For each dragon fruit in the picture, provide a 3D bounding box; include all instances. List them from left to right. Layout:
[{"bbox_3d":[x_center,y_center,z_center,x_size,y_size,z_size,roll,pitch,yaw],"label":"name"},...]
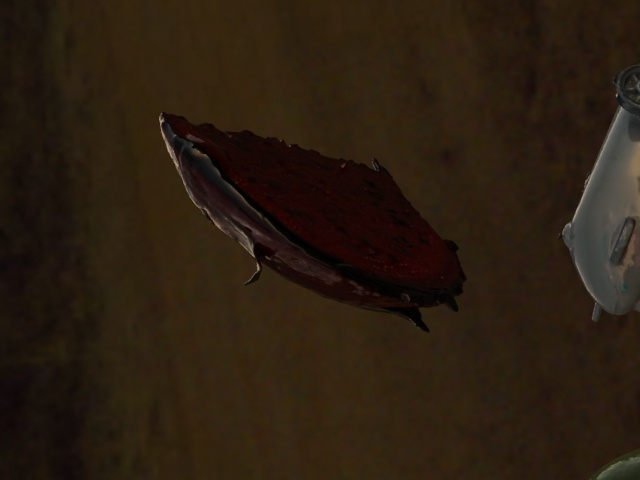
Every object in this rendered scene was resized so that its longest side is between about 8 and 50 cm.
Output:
[{"bbox_3d":[0.000,0.000,1.647,0.282,0.343,0.100,48,114,43],"label":"dragon fruit"}]

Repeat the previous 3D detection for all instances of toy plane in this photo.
[{"bbox_3d":[0.264,-0.047,1.330,0.252,0.118,0.252,18,-90,-82],"label":"toy plane"}]

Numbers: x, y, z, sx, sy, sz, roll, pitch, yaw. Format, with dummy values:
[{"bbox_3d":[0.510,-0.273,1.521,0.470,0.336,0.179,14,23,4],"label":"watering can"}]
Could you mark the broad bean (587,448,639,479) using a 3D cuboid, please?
[{"bbox_3d":[0.242,0.261,1.278,0.228,0.100,0.169,-48,56,13],"label":"broad bean"}]
